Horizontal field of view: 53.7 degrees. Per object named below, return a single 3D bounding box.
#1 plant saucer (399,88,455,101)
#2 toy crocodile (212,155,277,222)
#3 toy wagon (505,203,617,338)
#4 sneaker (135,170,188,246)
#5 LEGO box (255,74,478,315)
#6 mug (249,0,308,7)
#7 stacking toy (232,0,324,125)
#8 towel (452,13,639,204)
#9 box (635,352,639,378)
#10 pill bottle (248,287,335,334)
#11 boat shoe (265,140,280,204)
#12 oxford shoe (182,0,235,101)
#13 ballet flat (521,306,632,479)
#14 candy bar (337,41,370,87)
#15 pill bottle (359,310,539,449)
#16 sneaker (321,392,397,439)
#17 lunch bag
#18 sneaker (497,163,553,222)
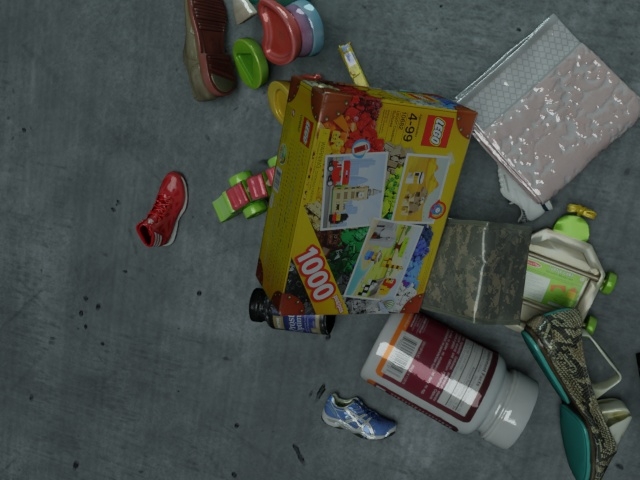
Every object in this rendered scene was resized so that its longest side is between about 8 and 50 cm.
[{"bbox_3d":[0.281,-0.325,1.574,0.192,0.018,0.067,15,103,12],"label":"plant saucer"},{"bbox_3d":[-0.147,-0.133,1.579,0.341,0.105,0.115,-22,87,33],"label":"toy crocodile"},{"bbox_3d":[0.569,0.074,1.536,0.267,0.068,0.344,21,104,11],"label":"toy wagon"},{"bbox_3d":[-0.441,-0.080,1.761,0.087,0.128,0.221,13,103,13],"label":"sneaker"},{"bbox_3d":[0.090,-0.091,1.441,0.373,0.193,0.499,1,114,-24],"label":"LEGO box"},{"bbox_3d":[-0.103,-0.622,1.577,0.158,0.097,0.129,25,69,17],"label":"mug"},{"bbox_3d":[-0.092,-0.474,1.573,0.279,0.130,0.308,45,149,31],"label":"stacking toy"},{"bbox_3d":[0.517,-0.301,1.440,0.332,0.053,0.317,-42,85,0],"label":"towel"},{"bbox_3d":[0.785,0.433,1.418,0.073,0.295,0.293,-12,95,20],"label":"box"},{"bbox_3d":[-0.075,0.184,1.707,0.219,0.123,0.122,4,100,15],"label":"pill bottle"},{"bbox_3d":[-0.047,-0.227,1.624,0.130,0.132,0.355,37,107,9],"label":"boat shoe"},{"bbox_3d":[-0.323,-0.536,1.657,0.130,0.123,0.348,-10,86,40],"label":"oxford shoe"},{"bbox_3d":[0.636,0.371,1.507,0.182,0.164,0.482,-23,105,1],"label":"ballet flat"},{"bbox_3d":[0.091,-0.428,1.609,0.040,0.018,0.161,-25,92,15],"label":"candy bar"},{"bbox_3d":[0.317,0.336,1.570,0.392,0.224,0.224,28,106,9],"label":"pill bottle"},{"bbox_3d":[0.106,0.482,1.730,0.211,0.080,0.081,12,106,12],"label":"sneaker"},{"bbox_3d":[0.342,0.065,1.511,0.169,0.287,0.235,5,93,-28],"label":"lunch bag"},{"bbox_3d":[0.463,-0.154,1.520,0.095,0.090,0.235,-30,89,28],"label":"sneaker"}]
